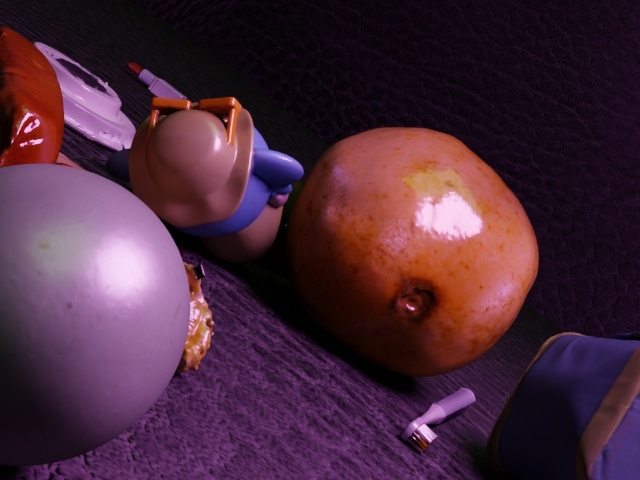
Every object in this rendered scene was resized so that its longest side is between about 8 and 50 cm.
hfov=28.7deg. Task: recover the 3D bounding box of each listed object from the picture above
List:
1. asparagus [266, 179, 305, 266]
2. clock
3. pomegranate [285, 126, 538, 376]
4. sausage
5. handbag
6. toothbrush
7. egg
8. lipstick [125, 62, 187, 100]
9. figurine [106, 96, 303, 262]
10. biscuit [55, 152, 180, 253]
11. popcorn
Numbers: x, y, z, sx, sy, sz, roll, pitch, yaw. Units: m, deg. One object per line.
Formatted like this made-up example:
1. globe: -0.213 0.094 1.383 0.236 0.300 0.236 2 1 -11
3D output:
1. asparagus: 0.000 0.000 1.620 0.382 0.108 0.128 31 8 -43
2. clock: -0.317 -0.193 1.585 0.236 0.053 0.236 34 8 -6
3. pomegranate: 0.097 0.012 1.401 0.307 0.307 0.307 35 8 -6
4. sausage: -0.282 -0.118 1.131 0.094 0.097 0.348 24 13 -26
5. handbag: 0.330 0.211 1.237 0.263 0.222 0.241 33 -9 -13
6. toothbrush: 0.133 0.189 1.358 0.030 0.025 0.342 44 10 10
7. egg: -0.143 0.037 0.627 0.149 0.149 0.192 36 16 3
8. lipstick: -0.301 -0.283 2.252 0.129 0.030 0.030 37 8 11
9. figurine: -0.121 -0.061 1.322 0.180 0.154 0.262 33 -17 6
10. biscuit: -0.197 -0.020 1.171 0.153 0.030 0.234 28 10 -34
11. popcorn: -0.111 0.050 0.947 0.084 0.084 0.084 35 8 -6
